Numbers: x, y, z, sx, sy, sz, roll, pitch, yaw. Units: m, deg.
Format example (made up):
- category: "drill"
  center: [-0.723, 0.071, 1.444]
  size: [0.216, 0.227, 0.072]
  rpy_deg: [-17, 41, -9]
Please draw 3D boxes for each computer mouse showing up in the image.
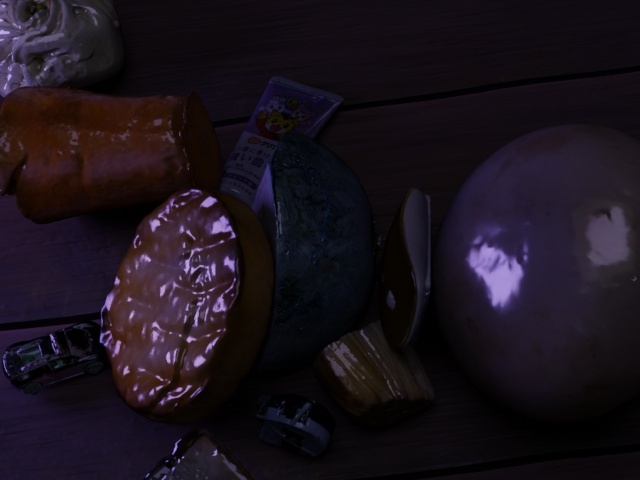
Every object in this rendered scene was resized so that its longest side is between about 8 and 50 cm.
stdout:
- category: "computer mouse"
  center: [0.105, 0.031, 1.858]
  size: [0.056, 0.125, 0.245]
  rpy_deg: [10, 35, -4]

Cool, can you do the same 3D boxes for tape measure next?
- category: "tape measure"
  center: [-0.030, 0.223, 1.800]
  size: [0.094, 0.091, 0.054]
  rpy_deg: [16, 57, 16]

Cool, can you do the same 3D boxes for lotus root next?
- category: "lotus root"
  center: [0.058, 0.170, 1.834]
  size: [0.159, 0.095, 0.135]
  rpy_deg: [-3, 51, -47]

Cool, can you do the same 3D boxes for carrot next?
- category: "carrot"
  center: [-0.274, -0.126, 1.946]
  size: [0.254, 0.196, 0.196]
  rpy_deg: [-6, 56, 20]

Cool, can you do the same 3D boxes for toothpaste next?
- category: "toothpaste"
  center: [-0.079, -0.114, 2.035]
  size: [0.114, 0.073, 0.299]
  rpy_deg: [18, 56, 19]

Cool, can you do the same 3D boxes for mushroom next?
- category: "mushroom"
  center: [0.310, 0.042, 1.783]
  size: [0.295, 0.362, 0.362]
  rpy_deg: [17, 48, -37]

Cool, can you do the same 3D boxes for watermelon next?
- category: "watermelon"
  center: [0.006, 0.000, 1.868]
  size: [0.175, 0.188, 0.321]
  rpy_deg: [2, 72, -13]

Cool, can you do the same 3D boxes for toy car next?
- category: "toy car"
  center: [-0.337, 0.145, 1.895]
  size: [0.142, 0.055, 0.069]
  rpy_deg: [-18, 57, -10]

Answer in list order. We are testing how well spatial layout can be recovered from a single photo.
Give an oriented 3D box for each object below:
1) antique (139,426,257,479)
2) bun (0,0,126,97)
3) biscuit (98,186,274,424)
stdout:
- category: "antique"
  center: [-0.190, 0.364, 1.707]
  size: [0.284, 0.150, 0.125]
  rpy_deg: [-41, 64, -10]
- category: "bun"
  center: [-0.395, -0.295, 2.128]
  size: [0.230, 0.145, 0.229]
  rpy_deg: [-3, 60, 6]
- category: "biscuit"
  center: [-0.158, 0.082, 1.817]
  size: [0.102, 0.296, 0.296]
  rpy_deg: [17, 49, -36]
